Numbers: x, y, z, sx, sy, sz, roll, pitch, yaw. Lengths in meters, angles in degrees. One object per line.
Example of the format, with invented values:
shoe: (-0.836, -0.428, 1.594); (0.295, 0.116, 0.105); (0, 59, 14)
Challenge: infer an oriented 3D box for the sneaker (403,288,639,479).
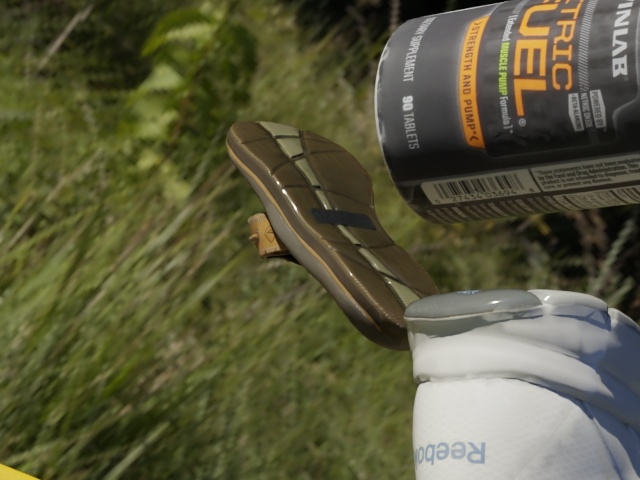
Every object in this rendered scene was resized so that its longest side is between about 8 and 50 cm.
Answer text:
sneaker: (0.132, 0.122, 0.795); (0.297, 0.111, 0.129); (27, 65, -37)

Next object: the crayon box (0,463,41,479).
crayon box: (-0.130, 0.246, 1.159); (0.202, 0.318, 0.081); (21, 59, 8)

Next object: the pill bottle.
pill bottle: (0.165, -0.084, 1.087); (0.130, 0.245, 0.130); (16, 71, -56)

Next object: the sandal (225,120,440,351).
sandal: (0.000, 0.000, 1.071); (0.090, 0.060, 0.219); (9, 32, -37)
